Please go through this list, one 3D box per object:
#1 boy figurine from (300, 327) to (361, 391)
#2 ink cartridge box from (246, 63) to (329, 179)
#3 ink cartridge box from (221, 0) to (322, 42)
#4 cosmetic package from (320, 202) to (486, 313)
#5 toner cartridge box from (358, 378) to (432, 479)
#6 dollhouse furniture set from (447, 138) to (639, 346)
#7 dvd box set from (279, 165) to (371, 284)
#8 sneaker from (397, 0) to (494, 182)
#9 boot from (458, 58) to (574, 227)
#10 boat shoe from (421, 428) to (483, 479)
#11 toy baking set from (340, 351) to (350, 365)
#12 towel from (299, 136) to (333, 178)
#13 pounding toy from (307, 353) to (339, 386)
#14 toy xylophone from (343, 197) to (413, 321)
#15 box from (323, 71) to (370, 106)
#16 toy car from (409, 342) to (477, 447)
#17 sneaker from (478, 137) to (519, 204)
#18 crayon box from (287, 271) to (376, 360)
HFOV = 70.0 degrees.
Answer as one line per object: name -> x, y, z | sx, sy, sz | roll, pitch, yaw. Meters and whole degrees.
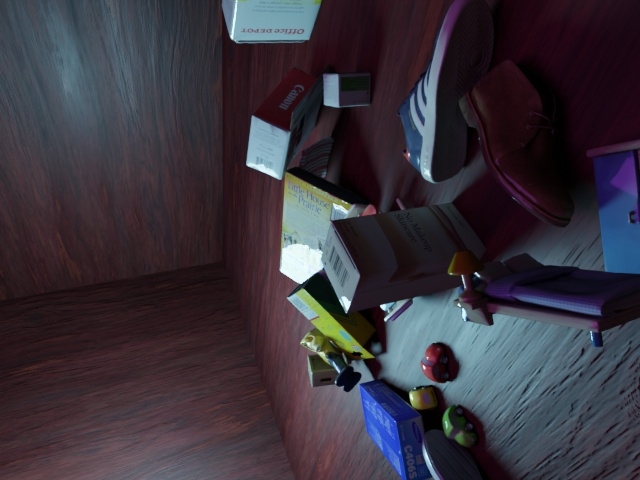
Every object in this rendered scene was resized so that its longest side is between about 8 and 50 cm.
boy figurine -> 0.020, 0.402, 1.617 | 0.285, 0.092, 0.177 | 35, 172, 47
ink cartridge box -> -0.102, -0.403, 1.455 | 0.272, 0.130, 0.309 | 110, -175, -50
ink cartridge box -> -0.134, -0.800, 1.373 | 0.385, 0.279, 0.161 | 126, 131, -62
cosmetic package -> 0.168, 0.030, 0.955 | 0.129, 0.296, 0.153 | 105, 146, -45
toner cartridge box -> 0.202, 0.529, 1.312 | 0.348, 0.075, 0.165 | 174, 85, -79
dollhouse furniture set -> 0.334, -0.011, 0.506 | 0.286, 0.303, 0.198 | 180, 80, -68
dvd box set -> 0.000, 0.000, 1.515 | 0.307, 0.062, 0.421 | 29, 132, 28
sneaker -> 0.223, -0.293, 0.897 | 0.148, 0.131, 0.350 | 49, 144, 45
boot -> 0.325, -0.163, 0.721 | 0.115, 0.112, 0.305 | -48, 47, 43
boat shoe -> 0.332, 0.583, 1.049 | 0.302, 0.109, 0.094 | -128, 32, -46
toy baking set -> 0.049, 0.342, 1.712 | 0.196, 0.030, 0.256 | 2, 110, 70
towel -> -0.021, -0.244, 1.540 | 0.029, 0.144, 0.197 | 36, 139, 23
pounding toy -> 0.029, 0.518, 1.780 | 0.130, 0.141, 0.100 | -113, 20, -66
toy xylophone -> 0.168, 0.030, 1.187 | 0.323, 0.081, 0.236 | 59, 141, 33
box -> 0.072, -0.418, 1.265 | 0.102, 0.101, 0.087 | -140, 44, -59
toy car -> 0.297, 0.405, 1.126 | 0.225, 0.053, 0.239 | -123, 30, -45
sneaker -> 0.325, -0.127, 0.816 | 0.065, 0.061, 0.158 | 100, 152, -55
crayon box -> 0.048, 0.260, 1.519 | 0.318, 0.081, 0.202 | 45, 155, -2
